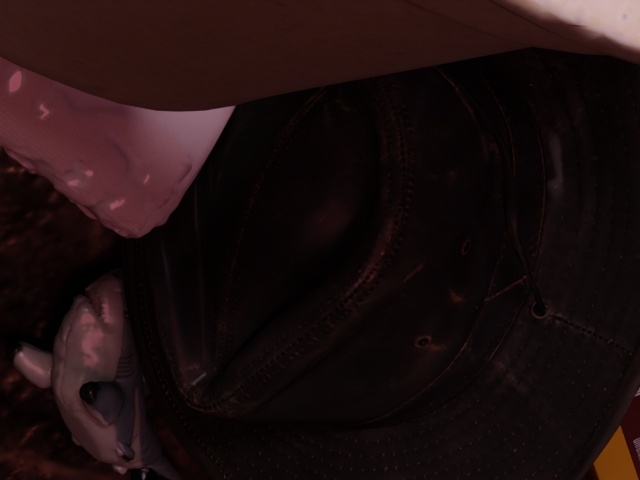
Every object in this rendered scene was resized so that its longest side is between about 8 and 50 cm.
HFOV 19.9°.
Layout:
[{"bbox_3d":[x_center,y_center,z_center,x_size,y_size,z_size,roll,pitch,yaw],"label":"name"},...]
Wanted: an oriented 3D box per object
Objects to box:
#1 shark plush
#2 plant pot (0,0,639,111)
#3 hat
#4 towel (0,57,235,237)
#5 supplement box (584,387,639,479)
[{"bbox_3d":[-0.100,0.091,1.000,0.067,0.073,0.161,-47,126,-25],"label":"shark plush"},{"bbox_3d":[0.007,-0.175,0.516,0.334,0.305,0.333,6,79,-30],"label":"plant pot"},{"bbox_3d":[0.000,0.000,0.820,0.134,0.331,0.331,-14,137,-59],"label":"hat"},{"bbox_3d":[-0.107,-0.214,0.688,0.332,0.053,0.317,41,66,-40],"label":"towel"},{"bbox_3d":[0.184,0.003,0.956,0.194,0.191,0.129,-26,126,-3],"label":"supplement box"}]
